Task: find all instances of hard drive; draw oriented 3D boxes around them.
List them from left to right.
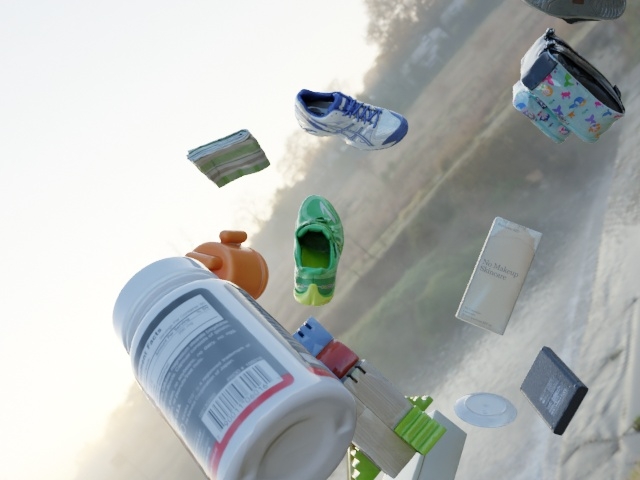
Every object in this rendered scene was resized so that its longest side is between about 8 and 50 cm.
[{"bbox_3d":[0.391,0.251,1.245,0.135,0.022,0.094,-116,47,-67],"label":"hard drive"}]

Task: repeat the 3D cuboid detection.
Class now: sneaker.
[{"bbox_3d":[0.000,0.000,1.518,0.295,0.109,0.123,-90,4,-47],"label":"sneaker"},{"bbox_3d":[0.071,-0.308,1.843,0.131,0.296,0.112,69,-149,-68],"label":"sneaker"},{"bbox_3d":[0.460,-0.459,1.423,0.118,0.222,0.083,-145,66,-77],"label":"sneaker"}]

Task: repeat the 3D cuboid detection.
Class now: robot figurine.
[{"bbox_3d":[-0.190,0.071,1.497,0.128,0.158,0.219,-32,-20,22],"label":"robot figurine"}]

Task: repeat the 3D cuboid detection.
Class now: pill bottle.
[{"bbox_3d":[-0.106,0.143,0.800,0.161,0.283,0.161,-22,-50,-29],"label":"pill bottle"}]

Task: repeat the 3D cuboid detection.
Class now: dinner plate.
[{"bbox_3d":[0.374,0.379,1.670,0.141,0.141,0.017,-46,-43,-60],"label":"dinner plate"}]

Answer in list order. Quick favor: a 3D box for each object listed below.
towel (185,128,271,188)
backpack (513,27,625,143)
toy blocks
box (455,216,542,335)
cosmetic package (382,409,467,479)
[{"bbox_3d":[-0.151,-0.134,1.247,0.113,0.023,0.152,-21,-18,5],"label":"towel"},{"bbox_3d":[0.584,-0.342,1.735,0.191,0.253,0.225,-55,7,33],"label":"backpack"},{"bbox_3d":[0.026,0.237,1.182,0.191,0.261,0.381,-46,-3,-11],"label":"toy blocks"},{"bbox_3d":[0.511,0.104,2.116,0.121,0.148,0.311,31,-101,-79],"label":"box"},{"bbox_3d":[0.234,0.579,1.777,0.160,0.113,0.309,-46,8,40],"label":"cosmetic package"}]
